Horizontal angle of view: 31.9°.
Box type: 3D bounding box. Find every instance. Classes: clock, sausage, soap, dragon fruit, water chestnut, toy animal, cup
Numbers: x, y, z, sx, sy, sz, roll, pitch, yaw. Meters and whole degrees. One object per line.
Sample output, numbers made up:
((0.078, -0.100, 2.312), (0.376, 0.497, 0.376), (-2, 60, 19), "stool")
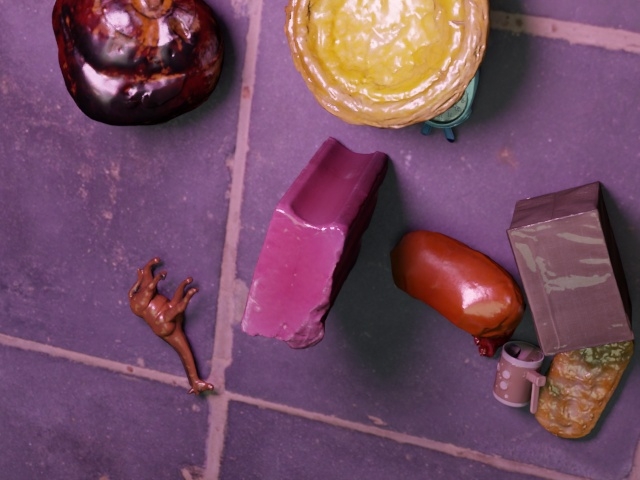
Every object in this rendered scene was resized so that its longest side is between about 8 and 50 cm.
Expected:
((0.200, -0.231, 1.834), (0.108, 0.045, 0.147), (13, 115, 11), "clock")
((0.229, 0.069, 1.872), (0.258, 0.133, 0.133), (32, 120, 36), "sausage")
((0.000, 0.000, 1.805), (0.128, 0.359, 0.233), (20, 115, 6), "soap")
((0.292, 0.149, 1.950), (0.097, 0.063, 0.131), (23, 115, 5), "dragon fruit")
((-0.299, -0.317, 1.835), (0.289, 0.244, 0.289), (-7, 119, -13), "water chestnut")
((-0.271, 0.166, 2.105), (0.224, 0.066, 0.230), (29, 121, 7), "toy animal")
((0.356, 0.242, 1.958), (0.102, 0.074, 0.099), (28, 121, 33), "cup")

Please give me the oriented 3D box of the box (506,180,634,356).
((0.409, 0.047, 1.831), (0.155, 0.149, 0.231), (-15, 106, 20), "box")

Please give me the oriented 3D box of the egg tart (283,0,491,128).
((0.112, -0.339, 1.745), (0.345, 0.132, 0.346), (2, 95, 25), "egg tart")

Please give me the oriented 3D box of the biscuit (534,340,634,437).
((0.459, 0.243, 1.962), (0.118, 0.029, 0.247), (23, 115, 6), "biscuit")
